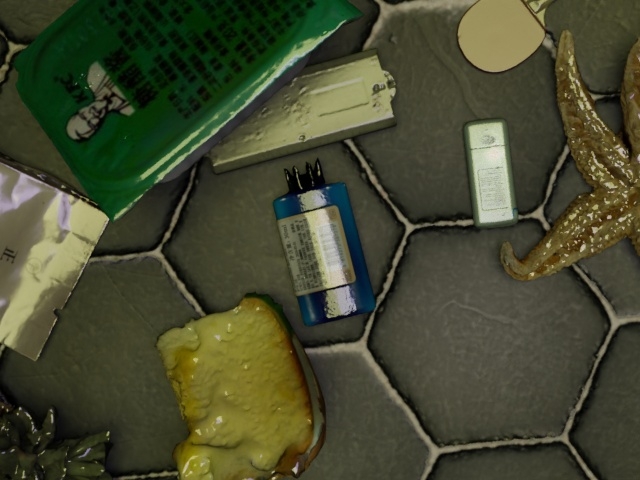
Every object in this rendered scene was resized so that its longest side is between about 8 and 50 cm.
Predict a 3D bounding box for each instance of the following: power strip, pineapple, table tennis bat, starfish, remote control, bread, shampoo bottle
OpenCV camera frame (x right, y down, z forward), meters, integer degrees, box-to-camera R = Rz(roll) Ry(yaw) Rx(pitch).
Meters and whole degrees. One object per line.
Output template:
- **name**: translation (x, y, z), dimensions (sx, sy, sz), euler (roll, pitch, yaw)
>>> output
- **power strip**: translation (-0.044, -0.142, 1.325), dimensions (0.267, 0.034, 0.092), euler (-15, 90, 3)
- **pineapple**: translation (-0.369, 0.231, 1.293), dimensions (0.340, 0.169, 0.169), euler (26, 92, -4)
- **table tennis bat**: translation (0.227, -0.254, 1.322), dimensions (0.156, 0.013, 0.087), euler (-38, 86, 4)
- **starfish**: translation (0.345, -0.053, 1.271), dimensions (0.327, 0.094, 0.375), euler (-43, 74, 17)
- **remote control**: translation (0.193, -0.076, 1.321), dimensions (0.053, 0.018, 0.125), euler (-7, 90, 4)
- **bread**: translation (-0.078, 0.198, 1.280), dimensions (0.174, 0.133, 0.252), euler (-22, 45, 0)
- **shampoo bottle**: translation (0.000, 0.000, 1.315), dimensions (0.087, 0.050, 0.183), euler (-14, 90, 6)

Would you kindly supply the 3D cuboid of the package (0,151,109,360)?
- **package**: translation (-0.394, -0.005, 1.339), dimensions (0.250, 0.062, 0.204), euler (28, 91, -10)

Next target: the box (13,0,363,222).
- **box**: translation (-0.143, -0.195, 1.270), dimensions (0.336, 0.106, 0.264), euler (-40, 61, 3)
